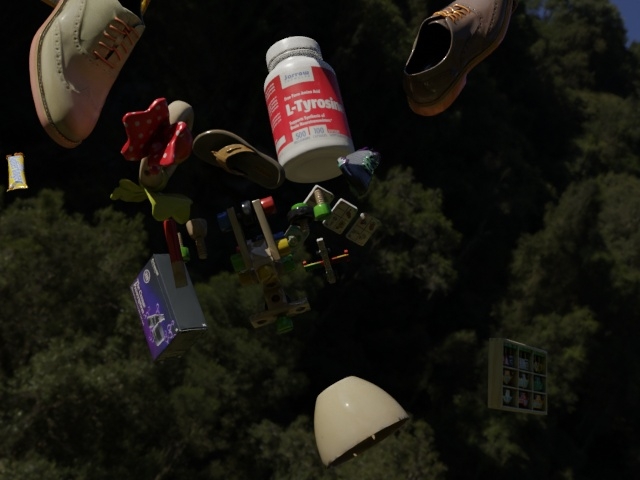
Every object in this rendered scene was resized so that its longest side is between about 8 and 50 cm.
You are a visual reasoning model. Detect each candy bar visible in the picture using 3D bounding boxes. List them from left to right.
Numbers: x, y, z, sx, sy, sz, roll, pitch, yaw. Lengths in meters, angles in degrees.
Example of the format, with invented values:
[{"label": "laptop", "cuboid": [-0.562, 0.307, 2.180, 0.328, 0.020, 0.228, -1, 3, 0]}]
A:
[{"label": "candy bar", "cuboid": [-0.653, -0.146, 1.512, 0.161, 0.040, 0.018, -123, -156, -49]}]

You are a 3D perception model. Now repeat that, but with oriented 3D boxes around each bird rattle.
[{"label": "bird rattle", "cuboid": [-0.283, -0.161, 1.231, 0.143, 0.206, 0.253, 16, -43, 3]}]

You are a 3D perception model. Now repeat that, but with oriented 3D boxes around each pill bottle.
[{"label": "pill bottle", "cuboid": [-0.044, -0.399, 2.138, 0.229, 0.407, 0.229, -11, -19, -4]}]

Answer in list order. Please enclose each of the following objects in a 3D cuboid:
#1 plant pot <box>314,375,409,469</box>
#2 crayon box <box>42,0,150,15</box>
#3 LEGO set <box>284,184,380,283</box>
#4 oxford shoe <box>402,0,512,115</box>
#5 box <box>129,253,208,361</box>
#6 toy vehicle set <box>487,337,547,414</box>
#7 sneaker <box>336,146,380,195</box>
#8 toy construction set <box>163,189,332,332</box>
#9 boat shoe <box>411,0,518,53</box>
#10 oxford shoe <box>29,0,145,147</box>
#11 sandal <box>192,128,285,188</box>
[{"label": "plant pot", "cuboid": [0.092, 0.515, 2.070, 0.190, 0.284, 0.284, 58, 5, 22]}, {"label": "crayon box", "cuboid": [-0.474, -0.550, 1.411, 0.323, 0.203, 0.083, 30, 11, -2]}, {"label": "LEGO set", "cuboid": [0.000, 0.000, 1.680, 0.183, 0.244, 0.060, 28, 22, -18]}, {"label": "oxford shoe", "cuboid": [0.288, -0.434, 1.451, 0.130, 0.363, 0.132, 22, -15, 32]}, {"label": "box", "cuboid": [-0.450, 0.196, 2.073, 0.103, 0.184, 0.261, 3, 52, -44]}, {"label": "toy vehicle set", "cuboid": [0.495, 0.342, 1.752, 0.035, 0.165, 0.267, -8, -18, 39]}, {"label": "sneaker", "cuboid": [0.098, -0.176, 1.648, 0.083, 0.098, 0.223, 55, 7, -20]}, {"label": "toy construction set", "cuboid": [-0.143, 0.064, 1.398, 0.309, 0.237, 0.257, -5, -22, -25]}, {"label": "boat shoe", "cuboid": [0.370, -0.548, 1.817, 0.123, 0.324, 0.119, 23, 42, -34]}, {"label": "oxford shoe", "cuboid": [-0.393, -0.350, 1.227, 0.147, 0.396, 0.140, -7, -22, 24]}, {"label": "sandal", "cuboid": [-0.184, -0.175, 1.565, 0.219, 0.090, 0.060, 30, 26, -2]}]
